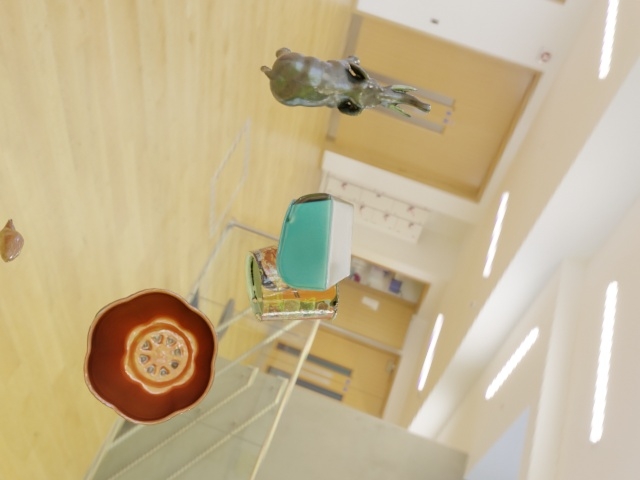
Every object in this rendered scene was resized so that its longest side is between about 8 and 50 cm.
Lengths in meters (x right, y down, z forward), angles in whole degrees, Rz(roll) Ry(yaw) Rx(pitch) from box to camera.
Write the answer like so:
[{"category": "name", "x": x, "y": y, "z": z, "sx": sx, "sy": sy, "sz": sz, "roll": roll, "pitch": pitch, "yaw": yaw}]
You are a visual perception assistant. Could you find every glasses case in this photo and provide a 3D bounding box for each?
[{"category": "glasses case", "x": -0.001, "y": -0.002, "z": 0.985, "sx": 0.301, "sy": 0.070, "sz": 0.117, "roll": 1, "pitch": 94, "yaw": -81}]

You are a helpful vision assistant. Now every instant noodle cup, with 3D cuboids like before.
[{"category": "instant noodle cup", "x": -0.076, "y": 0.097, "z": 1.761, "sx": 0.230, "sy": 0.182, "sz": 0.230, "roll": 173, "pitch": -90, "yaw": -72}]

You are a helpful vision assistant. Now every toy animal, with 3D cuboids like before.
[{"category": "toy animal", "x": 0.036, "y": -0.239, "z": 1.124, "sx": 0.137, "sy": 0.269, "sz": 0.082, "roll": -71, "pitch": 172, "yaw": -67}]

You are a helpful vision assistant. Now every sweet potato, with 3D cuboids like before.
[{"category": "sweet potato", "x": -0.752, "y": 0.004, "z": 1.763, "sx": 0.202, "sy": 0.058, "sz": 0.055, "roll": 43, "pitch": -61, "yaw": 58}]

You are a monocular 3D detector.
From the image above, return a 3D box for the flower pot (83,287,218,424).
[{"category": "flower pot", "x": -0.246, "y": 0.175, "z": 1.086, "sx": 0.173, "sy": 0.191, "sz": 0.190, "roll": 128, "pitch": -16, "yaw": -76}]
